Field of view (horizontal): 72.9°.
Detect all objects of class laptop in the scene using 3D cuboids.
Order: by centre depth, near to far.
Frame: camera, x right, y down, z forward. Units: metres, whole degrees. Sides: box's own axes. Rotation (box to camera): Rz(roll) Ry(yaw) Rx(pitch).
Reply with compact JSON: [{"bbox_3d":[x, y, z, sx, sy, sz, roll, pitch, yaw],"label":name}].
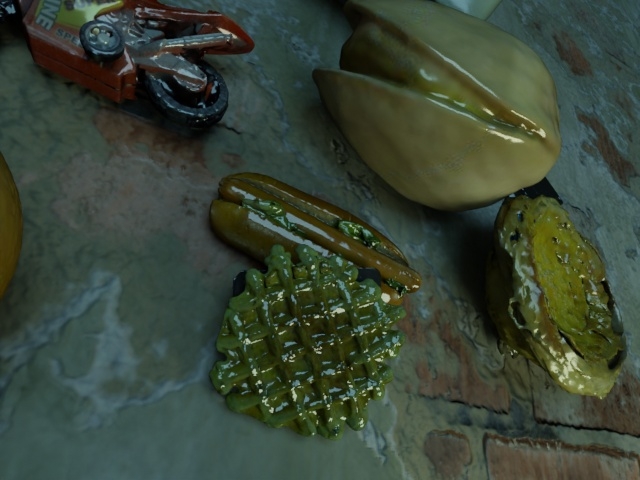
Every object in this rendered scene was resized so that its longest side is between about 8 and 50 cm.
[{"bbox_3d":[0.342,-0.118,0.754,0.129,0.016,0.180,-27,80,-36],"label":"laptop"}]

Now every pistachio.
[{"bbox_3d":[0.147,-0.166,0.546,0.321,0.238,0.229,28,97,-6],"label":"pistachio"}]

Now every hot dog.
[{"bbox_3d":[0.000,0.000,0.479,0.249,0.068,0.100,27,58,-15],"label":"hot dog"}]

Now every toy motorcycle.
[{"bbox_3d":[-0.225,-0.231,0.453,0.298,0.089,0.171,22,57,-18],"label":"toy motorcycle"}]

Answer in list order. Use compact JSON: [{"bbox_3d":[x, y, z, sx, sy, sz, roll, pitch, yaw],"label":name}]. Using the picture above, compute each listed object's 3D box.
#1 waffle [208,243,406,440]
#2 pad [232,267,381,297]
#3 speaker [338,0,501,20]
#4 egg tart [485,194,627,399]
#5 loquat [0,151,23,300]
[{"bbox_3d":[-0.006,0.097,0.415,0.183,0.036,0.169,27,80,-18],"label":"waffle"},{"bbox_3d":[-0.009,0.084,0.435,0.157,0.003,0.112,0,90,-19],"label":"pad"},{"bbox_3d":[0.106,-0.471,0.677,0.406,0.183,0.184,37,79,-8],"label":"speaker"},{"bbox_3d":[0.295,0.073,0.580,0.290,0.107,0.291,18,60,-33],"label":"egg tart"},{"bbox_3d":[-0.303,-0.017,0.212,0.262,0.263,0.263,12,62,-23],"label":"loquat"}]
